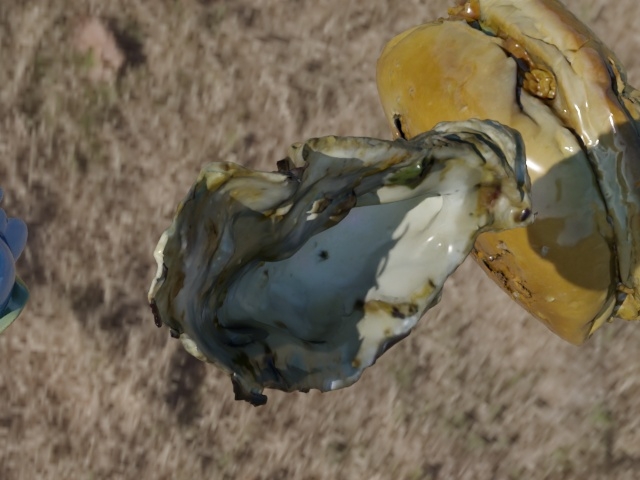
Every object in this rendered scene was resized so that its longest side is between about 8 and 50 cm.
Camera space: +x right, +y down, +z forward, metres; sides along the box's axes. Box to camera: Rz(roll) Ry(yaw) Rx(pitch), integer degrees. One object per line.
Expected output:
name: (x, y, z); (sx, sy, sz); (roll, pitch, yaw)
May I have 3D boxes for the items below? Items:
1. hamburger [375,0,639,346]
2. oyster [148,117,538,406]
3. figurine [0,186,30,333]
hamburger: (0.182, -0.061, 1.442); (0.174, 0.284, 0.304); (-32, 41, -4)
oyster: (0.000, -0.007, 0.891); (0.094, 0.166, 0.294); (37, 15, 29)
figurine: (-0.388, 0.012, 1.811); (0.154, 0.262, 0.180); (13, 42, 2)
